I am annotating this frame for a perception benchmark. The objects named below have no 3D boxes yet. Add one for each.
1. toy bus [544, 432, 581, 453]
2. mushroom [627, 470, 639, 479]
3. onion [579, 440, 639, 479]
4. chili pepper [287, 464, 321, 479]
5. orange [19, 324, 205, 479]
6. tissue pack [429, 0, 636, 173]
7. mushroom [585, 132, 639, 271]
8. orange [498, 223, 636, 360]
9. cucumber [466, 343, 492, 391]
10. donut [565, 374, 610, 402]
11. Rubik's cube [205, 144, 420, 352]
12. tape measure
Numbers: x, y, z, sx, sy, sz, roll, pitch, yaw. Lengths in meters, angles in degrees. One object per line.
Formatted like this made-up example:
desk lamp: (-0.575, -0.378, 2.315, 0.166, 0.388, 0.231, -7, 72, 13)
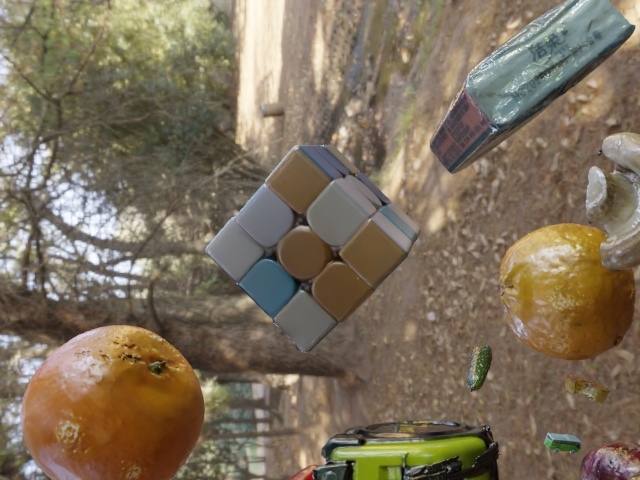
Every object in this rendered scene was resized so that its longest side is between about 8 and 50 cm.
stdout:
toy bus: (0.575, 0.480, 1.329, 0.031, 0.083, 0.037, -124, 44, -74)
mushroom: (0.382, 0.470, 0.662, 0.345, 0.239, 0.345, -54, 10, 15)
onion: (0.543, 0.462, 0.963, 0.218, 0.195, 0.140, -56, -15, -14)
chili pepper: (-0.024, 0.587, 1.273, 0.131, 0.338, 0.134, -4, 111, 48)
orange: (-0.470, 0.391, 1.333, 0.326, 0.424, 0.424, -50, 21, 13)
tissue pack: (0.294, -0.224, 0.863, 0.103, 0.228, 0.315, 52, 179, 5)
mushroom: (0.599, -0.085, 1.037, 0.151, 0.156, 0.285, -24, 51, 61)
orange: (0.589, 0.125, 1.378, 0.340, 0.293, 0.340, -1, -90, -84)
cucumber: (0.466, 0.375, 1.654, 0.227, 0.069, 0.069, -45, -39, -58)
donut: (0.690, 0.385, 1.458, 0.097, 0.108, 0.043, 11, -83, -60)
Rubik's cube: (0.000, 0.000, 1.373, 0.344, 0.347, 0.346, -46, -2, 16)
tape measure: (0.097, 0.250, 0.589, 0.199, 0.186, 0.112, 47, -143, -76)
